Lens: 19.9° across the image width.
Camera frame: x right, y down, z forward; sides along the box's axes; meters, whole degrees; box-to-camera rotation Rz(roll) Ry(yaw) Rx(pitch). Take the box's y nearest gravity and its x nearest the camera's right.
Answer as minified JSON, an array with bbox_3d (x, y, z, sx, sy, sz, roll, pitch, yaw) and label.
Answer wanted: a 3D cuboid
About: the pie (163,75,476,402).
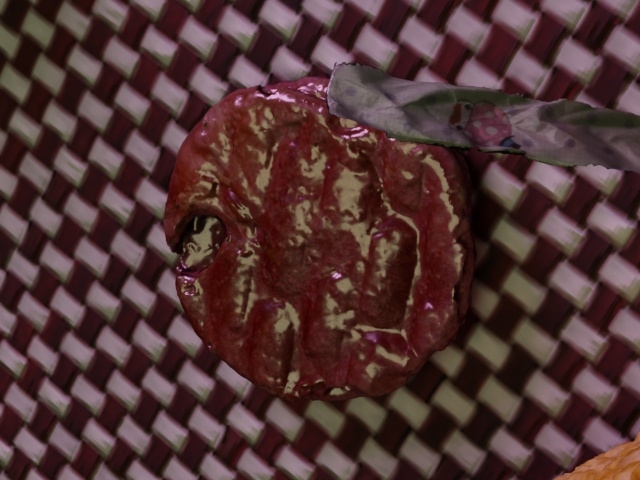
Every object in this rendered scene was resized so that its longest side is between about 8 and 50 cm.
[{"bbox_3d":[0.000,0.000,0.782,0.154,0.038,0.153,7,106,27],"label":"pie"}]

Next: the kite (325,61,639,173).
[{"bbox_3d":[0.157,-0.021,0.578,0.314,0.335,0.011,6,143,-8],"label":"kite"}]

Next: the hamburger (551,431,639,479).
[{"bbox_3d":[0.077,0.185,0.624,0.314,0.290,0.170,-36,81,28],"label":"hamburger"}]
